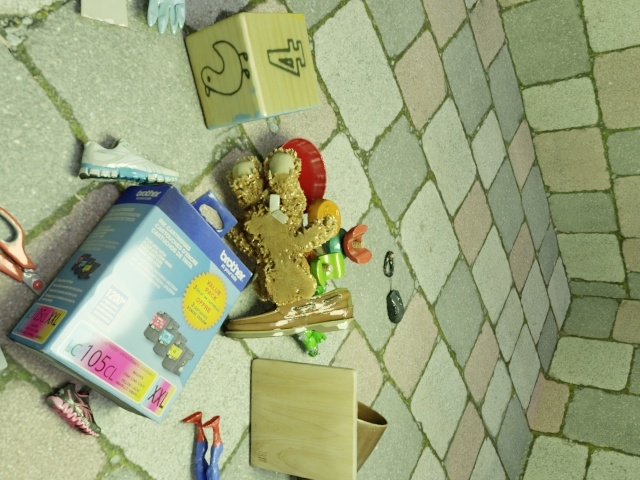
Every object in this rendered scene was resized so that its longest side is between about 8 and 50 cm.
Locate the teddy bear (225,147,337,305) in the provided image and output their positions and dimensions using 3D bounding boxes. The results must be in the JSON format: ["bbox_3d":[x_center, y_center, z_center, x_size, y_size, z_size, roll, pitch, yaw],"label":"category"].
[{"bbox_3d":[-0.093,-0.033,1.106,0.338,0.245,0.113,62,9,-4],"label":"teddy bear"}]

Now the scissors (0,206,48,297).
[{"bbox_3d":[-0.471,0.053,0.829,0.297,0.021,0.109,49,56,-37],"label":"scissors"}]

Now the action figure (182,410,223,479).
[{"bbox_3d":[-0.256,0.516,1.035,0.139,0.091,0.280,-18,104,-54],"label":"action figure"}]

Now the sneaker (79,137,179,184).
[{"bbox_3d":[-0.347,-0.147,0.936,0.190,0.071,0.083,2,83,-49],"label":"sneaker"}]

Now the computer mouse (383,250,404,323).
[{"bbox_3d":[0.244,0.154,1.640,0.071,0.041,0.242,-17,103,-47],"label":"computer mouse"}]

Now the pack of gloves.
[{"bbox_3d":[-0.357,-0.506,0.950,0.195,0.046,0.232,-2,90,-38],"label":"pack of gloves"}]

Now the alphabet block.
[{"bbox_3d":[-0.139,-0.360,1.078,0.193,0.192,0.197,-28,111,-47],"label":"alphabet block"}]

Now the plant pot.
[{"bbox_3d":[0.032,0.534,1.302,0.215,0.215,0.230,28,84,-46],"label":"plant pot"}]

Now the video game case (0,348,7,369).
[{"bbox_3d":[-0.576,0.129,0.696,0.193,0.023,0.212,-27,113,-41],"label":"video game case"}]

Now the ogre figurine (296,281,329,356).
[{"bbox_3d":[-0.022,0.195,1.302,0.197,0.096,0.118,-64,153,-5],"label":"ogre figurine"}]

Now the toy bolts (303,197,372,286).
[{"bbox_3d":[0.000,0.000,1.268,0.228,0.158,0.218,-15,101,-48],"label":"toy bolts"}]

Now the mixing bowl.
[{"bbox_3d":[-0.079,-0.152,1.219,0.181,0.098,0.182,0,90,-49],"label":"mixing bowl"}]

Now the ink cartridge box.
[{"bbox_3d":[-0.303,0.083,0.920,0.270,0.151,0.395,55,51,-40],"label":"ink cartridge box"}]

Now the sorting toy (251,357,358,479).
[{"bbox_3d":[-0.029,0.409,1.185,0.089,0.257,0.256,0,91,-67],"label":"sorting toy"}]

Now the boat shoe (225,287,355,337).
[{"bbox_3d":[-0.071,0.168,1.177,0.307,0.110,0.105,-3,83,-21],"label":"boat shoe"}]

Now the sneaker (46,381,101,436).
[{"bbox_3d":[-0.418,0.296,0.883,0.119,0.047,0.057,63,37,-30],"label":"sneaker"}]
